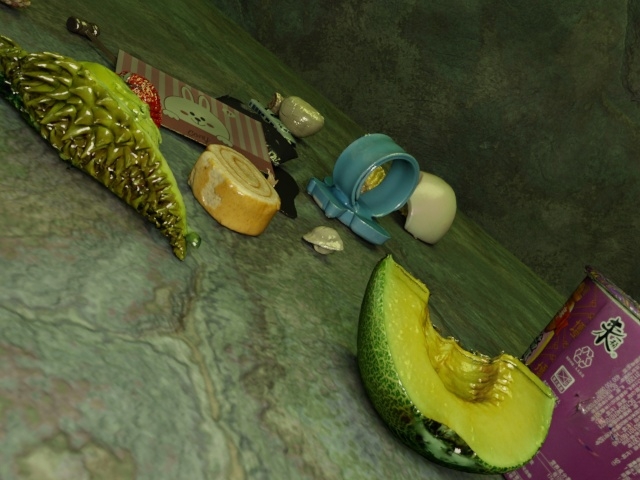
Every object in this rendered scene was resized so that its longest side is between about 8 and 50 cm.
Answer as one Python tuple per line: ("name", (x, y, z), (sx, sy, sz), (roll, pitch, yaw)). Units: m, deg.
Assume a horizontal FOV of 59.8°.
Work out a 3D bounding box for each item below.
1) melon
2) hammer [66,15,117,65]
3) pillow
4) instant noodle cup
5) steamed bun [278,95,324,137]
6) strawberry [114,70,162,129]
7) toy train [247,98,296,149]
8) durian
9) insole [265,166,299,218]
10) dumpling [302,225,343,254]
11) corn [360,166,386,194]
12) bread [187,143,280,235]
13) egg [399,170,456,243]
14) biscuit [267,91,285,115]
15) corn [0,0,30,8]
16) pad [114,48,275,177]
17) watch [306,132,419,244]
("melon", (0.117, 0.168, 0.610), (0.265, 0.129, 0.169), (40, 39, -8))
("hammer", (-0.333, -0.290, 0.970), (0.292, 0.029, 0.058), (45, 20, 11))
("pillow", (-0.144, -0.228, 1.149), (0.208, 0.055, 0.141), (40, 23, 2))
("instant noodle cup", (0.393, 0.239, 0.733), (0.340, 0.266, 0.340), (35, 17, -12))
("steamed bun", (-0.060, -0.332, 1.527), (0.130, 0.091, 0.112), (37, 19, -3))
("strawberry", (-0.257, -0.180, 0.765), (0.083, 0.083, 0.096), (53, -14, 38))
("toy train", (-0.116, -0.276, 1.349), (0.043, 0.047, 0.207), (17, 26, -48))
("durian", (-0.252, -0.133, 0.607), (0.375, 0.106, 0.132), (45, 12, 3))
("insole", (-0.075, -0.100, 1.059), (0.086, 0.005, 0.253), (34, 17, -16))
("dumpling", (0.001, -0.001, 0.907), (0.059, 0.043, 0.077), (-2, 43, -33))
("corn", (0.112, -0.140, 1.397), (0.093, 0.093, 0.244), (40, 18, 2))
("bread", (-0.122, -0.077, 0.783), (0.149, 0.073, 0.122), (48, 21, 27))
("egg", (0.303, -0.116, 1.621), (0.206, 0.162, 0.271), (30, 20, -24))
("biscuit", (-0.078, -0.379, 1.662), (0.055, 0.061, 0.219), (25, 7, 34))
("corn", (-0.530, -0.421, 0.792), (0.237, 0.079, 0.079), (26, 22, -42))
("pad", (-0.217, -0.224, 0.984), (0.300, 0.005, 0.202), (23, 31, -31))
("watch", (0.101, -0.122, 1.158), (0.211, 0.193, 0.211), (36, 15, -11))
